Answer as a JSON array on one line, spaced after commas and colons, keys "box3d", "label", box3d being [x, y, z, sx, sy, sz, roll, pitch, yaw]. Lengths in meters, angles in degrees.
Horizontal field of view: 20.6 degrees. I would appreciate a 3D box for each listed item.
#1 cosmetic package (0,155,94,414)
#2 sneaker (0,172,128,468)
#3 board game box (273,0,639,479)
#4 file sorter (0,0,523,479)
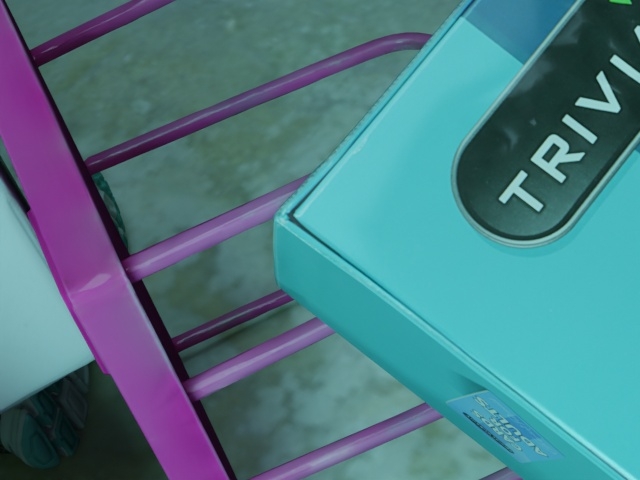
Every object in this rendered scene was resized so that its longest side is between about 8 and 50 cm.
[{"box3d": [-0.268, -0.090, 0.797, 0.161, 0.230, 0.453, -32, 31, -7], "label": "cosmetic package"}, {"box3d": [-0.145, 0.031, 0.856, 0.076, 0.065, 0.166, -3, 52, 21], "label": "sneaker"}, {"box3d": [0.196, 0.011, 0.476, 0.336, 0.079, 0.254, 38, 78, 8], "label": "board game box"}, {"box3d": [0.000, 0.000, 0.685, 0.182, 0.291, 0.202, -25, 50, -5], "label": "file sorter"}]
